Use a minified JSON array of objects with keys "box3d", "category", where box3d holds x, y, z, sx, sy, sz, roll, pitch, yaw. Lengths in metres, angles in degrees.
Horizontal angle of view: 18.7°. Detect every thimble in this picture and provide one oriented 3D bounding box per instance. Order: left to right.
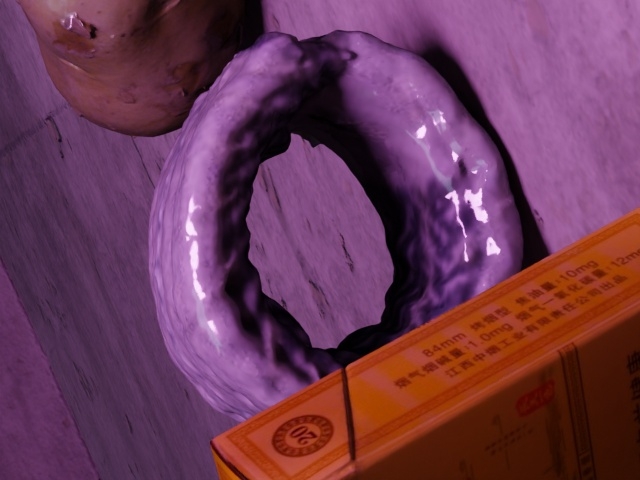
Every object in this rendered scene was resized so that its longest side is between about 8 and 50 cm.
[{"box3d":[0.000,0.000,1.191,0.157,0.217,0.245,158,101,-71],"category":"thimble"}]

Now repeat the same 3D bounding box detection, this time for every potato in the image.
[{"box3d":[-0.137,-0.183,1.425,0.165,0.165,0.262,54,171,31],"category":"potato"}]

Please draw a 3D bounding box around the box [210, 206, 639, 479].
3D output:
[{"box3d":[0.091,0.120,0.995,0.076,0.274,0.174,34,145,50],"category":"box"}]
